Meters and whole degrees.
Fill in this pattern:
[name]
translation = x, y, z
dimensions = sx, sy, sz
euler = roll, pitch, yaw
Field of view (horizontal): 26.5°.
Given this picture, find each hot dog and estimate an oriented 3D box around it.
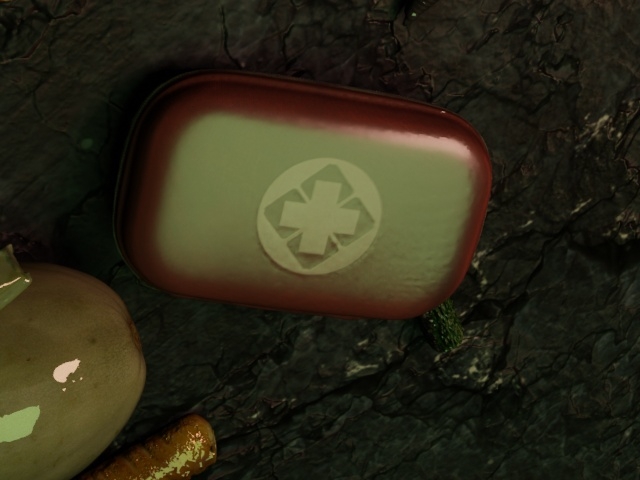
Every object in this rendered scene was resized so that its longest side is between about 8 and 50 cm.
[hot dog]
translation = -0.255, 0.312, 1.680
dimensions = 0.289, 0.068, 0.083
euler = -31, 126, -2

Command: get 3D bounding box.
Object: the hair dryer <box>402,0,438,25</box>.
[hair dryer]
translation = 0.170, -0.363, 1.373
dimensions = 0.189, 0.107, 0.352
euler = 19, 119, -34

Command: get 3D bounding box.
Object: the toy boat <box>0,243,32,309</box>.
[toy boat]
translation = -0.401, 0.097, 1.245
dimensions = 0.293, 0.093, 0.055
euler = -36, 159, 2

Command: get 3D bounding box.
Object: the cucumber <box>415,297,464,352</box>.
[cucumber]
translation = 0.134, 0.062, 1.700
dimensions = 0.058, 0.058, 0.187
euler = -27, 132, -7

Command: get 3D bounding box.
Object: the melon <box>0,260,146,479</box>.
[melon]
translation = -0.334, 0.146, 1.386
dimensions = 0.308, 0.272, 0.271
euler = -5, 126, -28

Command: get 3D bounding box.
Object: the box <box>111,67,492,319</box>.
[box]
translation = -0.015, -0.044, 1.442
dimensions = 0.404, 0.108, 0.263
euler = 7, 113, -15
